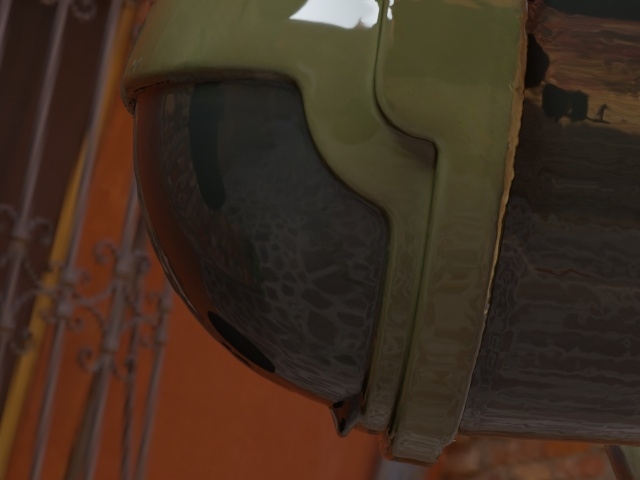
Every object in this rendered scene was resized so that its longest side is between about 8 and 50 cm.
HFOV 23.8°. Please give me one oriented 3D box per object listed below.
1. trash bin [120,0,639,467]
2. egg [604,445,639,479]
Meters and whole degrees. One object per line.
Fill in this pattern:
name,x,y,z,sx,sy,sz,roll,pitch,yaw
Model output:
trash bin,0.096,-0.022,0.528,0.334,0.214,0.214,8,-9,-4
egg,0.348,0.061,0.898,0.345,0.345,0.428,17,-29,-28
